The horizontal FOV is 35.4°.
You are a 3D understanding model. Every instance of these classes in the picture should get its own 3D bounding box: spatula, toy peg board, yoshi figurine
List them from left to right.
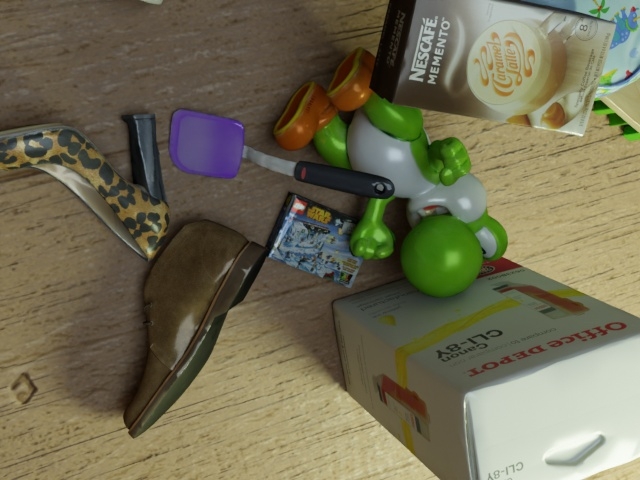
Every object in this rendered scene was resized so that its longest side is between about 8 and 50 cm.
[{"bbox_3d":[-0.050,-0.096,1.269,0.296,0.030,0.084,15,111,12],"label":"spatula"},{"bbox_3d":[0.111,-0.060,1.318,0.362,0.203,0.203,42,87,-22],"label":"yoshi figurine"},{"bbox_3d":[0.474,-0.237,1.506,0.161,0.079,0.161,33,74,-26],"label":"toy peg board"}]

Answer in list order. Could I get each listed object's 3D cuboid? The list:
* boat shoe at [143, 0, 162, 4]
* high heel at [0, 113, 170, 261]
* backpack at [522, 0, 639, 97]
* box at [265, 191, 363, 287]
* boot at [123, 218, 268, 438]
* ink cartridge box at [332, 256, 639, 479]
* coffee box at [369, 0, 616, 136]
[{"bbox_3d":[-0.306,-0.380,1.116,0.335,0.112,0.095,27,108,-23],"label":"boat shoe"},{"bbox_3d":[-0.306,-0.050,1.209,0.261,0.093,0.186,-10,101,-29],"label":"high heel"},{"bbox_3d":[0.302,-0.346,1.323,0.290,0.273,0.355,-48,128,-12],"label":"backpack"},{"bbox_3d":[0.000,0.000,1.387,0.137,0.027,0.094,22,95,-25],"label":"box"},{"bbox_3d":[-0.192,0.114,1.317,0.115,0.112,0.305,30,95,4],"label":"boot"},{"bbox_3d":[0.221,0.163,1.320,0.279,0.384,0.160,-16,108,-18],"label":"ink cartridge box"},{"bbox_3d":[0.198,-0.214,1.174,0.246,0.098,0.141,6,109,-15],"label":"coffee box"}]
